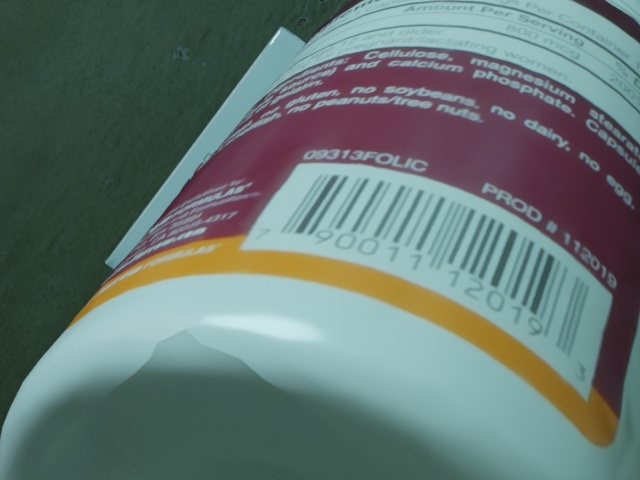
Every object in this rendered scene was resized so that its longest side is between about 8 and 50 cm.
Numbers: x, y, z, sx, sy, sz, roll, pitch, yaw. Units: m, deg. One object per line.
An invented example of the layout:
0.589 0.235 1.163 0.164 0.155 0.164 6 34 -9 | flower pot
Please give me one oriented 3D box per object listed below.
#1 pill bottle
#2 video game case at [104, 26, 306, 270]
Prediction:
0.053 0.012 0.519 0.224 0.224 0.392 -50 5 39 | pill bottle
0.000 0.000 0.979 0.244 0.269 0.061 -54 6 0 | video game case
